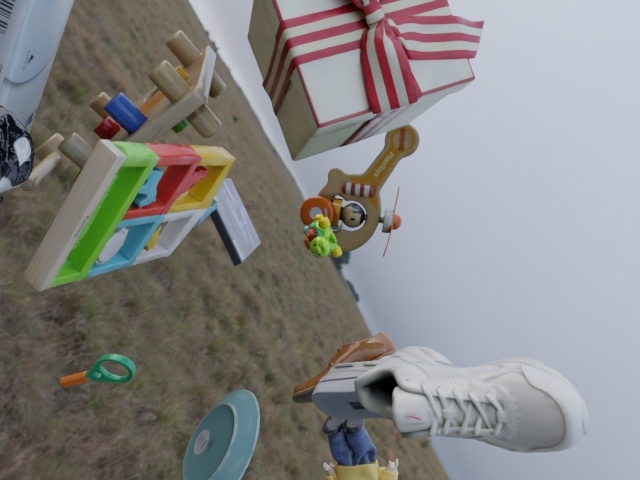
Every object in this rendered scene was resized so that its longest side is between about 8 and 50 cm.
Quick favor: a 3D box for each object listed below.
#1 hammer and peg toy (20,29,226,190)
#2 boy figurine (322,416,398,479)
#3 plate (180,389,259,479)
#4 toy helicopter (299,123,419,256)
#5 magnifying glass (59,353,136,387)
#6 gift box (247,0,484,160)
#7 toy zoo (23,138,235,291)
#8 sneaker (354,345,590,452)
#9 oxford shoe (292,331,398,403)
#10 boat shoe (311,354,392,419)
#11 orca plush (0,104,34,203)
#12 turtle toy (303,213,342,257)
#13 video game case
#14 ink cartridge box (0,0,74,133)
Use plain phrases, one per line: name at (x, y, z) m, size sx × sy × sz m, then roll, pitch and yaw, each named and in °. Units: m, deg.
hammer and peg toy at (-0.323, -0.175, 0.870) m, size 0.127 × 0.361 × 0.266 m, roll 49°, pitch 16°, yaw -31°
boy figurine at (0.100, 0.539, 1.201) m, size 0.092 × 0.177 × 0.285 m, roll -38°, pitch 111°, yaw -71°
plate at (-0.160, 0.309, 0.783) m, size 0.024 × 0.188 × 0.188 m, roll 36°, pitch 12°, yaw -27°
toy helicopter at (0.131, -0.122, 1.283) m, size 0.235 × 0.355 × 0.140 m, roll 37°, pitch 14°, yaw 5°
magnifying glass at (-0.565, 0.335, 1.318) m, size 0.092 × 0.231 × 0.026 m, roll 58°, pitch 23°, yaw -31°
gift box at (0.056, -0.283, 0.736) m, size 0.255 × 0.277 × 0.258 m, roll 65°, pitch -11°, yaw -2°
toy zoo at (-0.219, -0.042, 0.685) m, size 0.030 × 0.192 × 0.293 m, roll 41°, pitch 19°, yaw 9°
sneaker at (0.127, 0.161, 0.499) m, size 0.232 × 0.115 × 0.090 m, roll -8°, pitch -91°, yaw 49°
oxford shoe at (0.041, 0.234, 0.960) m, size 0.076 × 0.212 × 0.076 m, roll 79°, pitch -15°, yaw -57°
boat shoe at (0.100, 0.207, 0.765) m, size 0.095 × 0.258 × 0.084 m, roll 59°, pitch 42°, yaw -26°
orca plush at (-0.289, -0.088, 0.309) m, size 0.151 × 0.102 × 0.287 m, roll 29°, pitch 13°, yaw 26°
turtle toy at (0.000, 0.000, 1.134) m, size 0.130 × 0.066 × 0.095 m, roll -139°, pitch -154°, yaw -74°
video game case at (-0.215, -0.055, 1.274) m, size 0.274 × 0.026 × 0.196 m, roll -79°, pitch 145°, yaw -81°
ink cartridge box at (-0.334, -0.276, 0.641) m, size 0.091 × 0.308 × 0.385 m, roll 27°, pitch 26°, yaw -16°
